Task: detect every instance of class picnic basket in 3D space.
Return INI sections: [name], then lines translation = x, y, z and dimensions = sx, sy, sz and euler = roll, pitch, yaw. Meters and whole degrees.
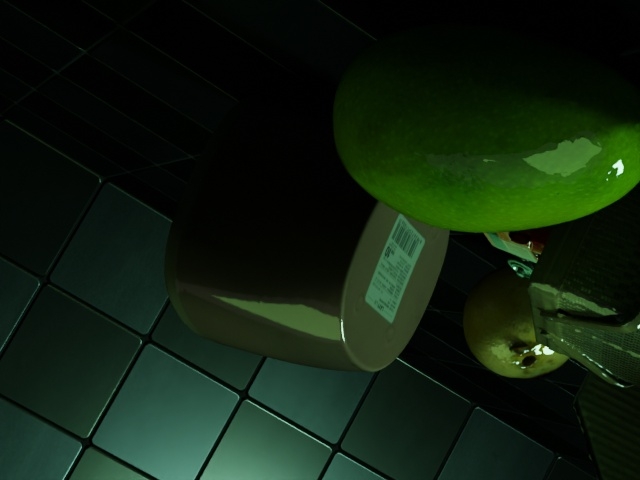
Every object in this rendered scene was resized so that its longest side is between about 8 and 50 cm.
[picnic basket]
translation = 0.280, 0.027, 1.227
dimensions = 0.139, 0.165, 0.266
euler = 24, 170, 17

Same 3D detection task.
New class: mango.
[mango]
translation = 0.130, -0.089, 1.099
dimensions = 0.192, 0.156, 0.343
euler = 25, 169, -28

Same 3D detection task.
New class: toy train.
[toy train]
translation = 0.254, 0.007, 1.479
dimensions = 0.176, 0.074, 0.118
euler = 24, 166, 37

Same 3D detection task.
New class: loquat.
[loquat]
translation = 0.248, 0.095, 1.704
dimensions = 0.137, 0.163, 0.163
euler = 43, 166, -21

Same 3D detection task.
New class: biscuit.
[biscuit]
translation = 0.342, 0.144, 1.388
dimensions = 0.150, 0.252, 0.052
euler = 25, 169, 11

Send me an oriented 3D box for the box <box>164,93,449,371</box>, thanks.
[box]
translation = 0.000, 0.000, 1.571
dimensions = 0.216, 0.301, 0.301
euler = 15, 164, 28
